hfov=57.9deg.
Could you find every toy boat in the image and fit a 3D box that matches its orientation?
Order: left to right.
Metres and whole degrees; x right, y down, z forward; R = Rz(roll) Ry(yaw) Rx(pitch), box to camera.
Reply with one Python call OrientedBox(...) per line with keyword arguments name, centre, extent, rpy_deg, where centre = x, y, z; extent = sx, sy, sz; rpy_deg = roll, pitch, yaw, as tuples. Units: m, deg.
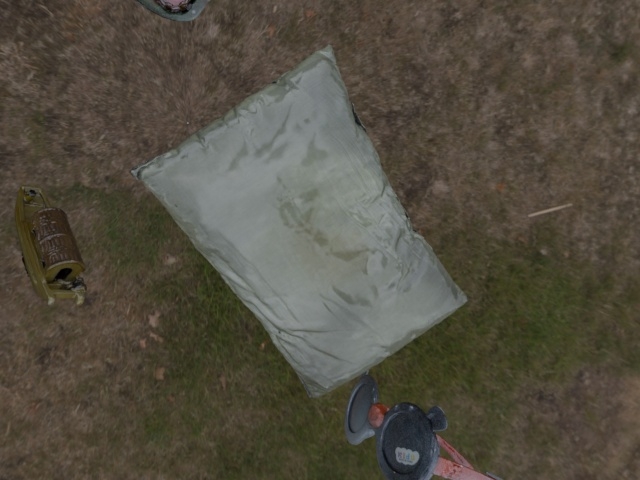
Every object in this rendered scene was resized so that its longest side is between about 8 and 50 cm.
OrientedBox(name="toy boat", centre=(-0.410, 0.001, 0.876), extent=(0.068, 0.225, 0.088), rpy_deg=(6, 136, -50))

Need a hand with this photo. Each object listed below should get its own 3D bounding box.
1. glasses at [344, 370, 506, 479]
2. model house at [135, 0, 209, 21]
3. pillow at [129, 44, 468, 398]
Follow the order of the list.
OrientedBox(name="glasses", centre=(0.177, 0.286, 0.814), extent=(0.269, 0.234, 0.118), rpy_deg=(25, 83, -22))
OrientedBox(name="model house", centre=(-0.245, -0.473, 0.797), extent=(0.294, 0.154, 0.207), rpy_deg=(37, 84, -18))
OrientedBox(name="pillow", centre=(0.000, 0.000, 0.403), extent=(0.148, 0.050, 0.229), rpy_deg=(-39, 116, -11))
